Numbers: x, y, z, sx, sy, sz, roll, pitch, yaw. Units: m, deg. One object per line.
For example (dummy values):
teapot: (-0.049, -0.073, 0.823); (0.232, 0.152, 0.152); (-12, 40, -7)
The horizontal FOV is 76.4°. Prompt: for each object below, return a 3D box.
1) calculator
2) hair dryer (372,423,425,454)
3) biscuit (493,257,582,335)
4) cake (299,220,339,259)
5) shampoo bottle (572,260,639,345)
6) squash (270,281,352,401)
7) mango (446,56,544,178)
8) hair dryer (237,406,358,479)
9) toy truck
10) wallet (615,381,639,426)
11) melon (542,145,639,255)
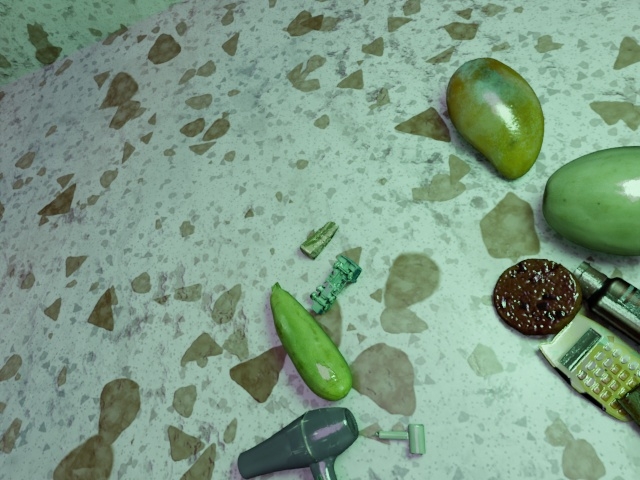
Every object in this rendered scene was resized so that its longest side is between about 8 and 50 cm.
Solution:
calculator: (0.622, 0.282, 0.904); (0.157, 0.033, 0.236); (-42, 64, -7)
hair dryer: (0.181, 0.462, 0.949); (0.125, 0.038, 0.063); (-8, 64, 19)
biscuit: (0.512, 0.133, 0.967); (0.192, 0.049, 0.191); (-15, 68, 41)
cake: (0.000, 0.000, 1.225); (0.051, 0.055, 0.140); (33, 61, 28)
shampoo bottle: (0.707, 0.173, 0.893); (0.129, 0.084, 0.323); (-32, 57, -29)
squash: (-0.048, 0.255, 1.067); (0.118, 0.118, 0.370); (-38, 60, -3)
mango: (0.495, -0.355, 1.154); (0.222, 0.199, 0.383); (-17, 74, 0)
hair dryer: (-0.024, 0.578, 0.894); (0.301, 0.121, 0.361); (-28, 53, 11)
toy truck: (0.045, 0.128, 1.134); (0.067, 0.081, 0.175); (39, 100, 29)
wallet: (0.732, 0.387, 0.803); (0.133, 0.039, 0.243); (-31, 69, -5)
melon: (0.688, -0.090, 0.936); (0.308, 0.272, 0.271); (29, 76, 44)
